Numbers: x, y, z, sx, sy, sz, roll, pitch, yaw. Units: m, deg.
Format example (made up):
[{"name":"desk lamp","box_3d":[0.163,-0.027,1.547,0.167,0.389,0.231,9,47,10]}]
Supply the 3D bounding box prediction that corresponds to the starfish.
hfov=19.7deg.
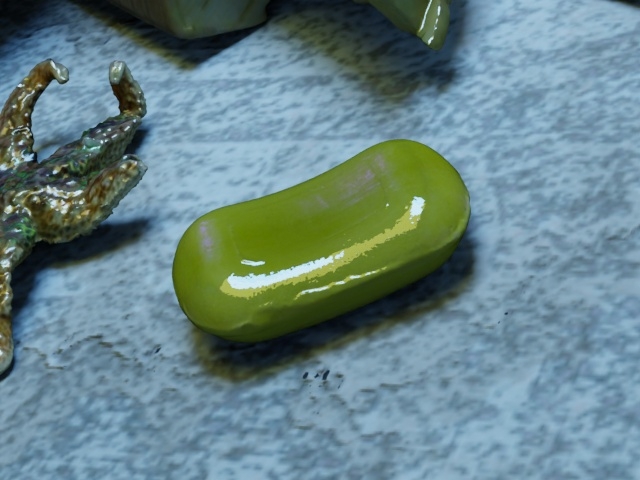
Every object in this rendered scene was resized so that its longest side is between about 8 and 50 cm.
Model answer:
[{"name":"starfish","box_3d":[-0.149,-0.009,0.939,0.150,0.053,0.210,-21,38,22]}]

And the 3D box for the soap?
[{"name":"soap","box_3d":[0.001,0.001,0.834,0.140,0.045,0.089,-22,33,0]}]

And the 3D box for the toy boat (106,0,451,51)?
[{"name":"toy boat","box_3d":[-0.077,-0.205,1.066,0.445,0.136,0.162,30,85,48]}]
